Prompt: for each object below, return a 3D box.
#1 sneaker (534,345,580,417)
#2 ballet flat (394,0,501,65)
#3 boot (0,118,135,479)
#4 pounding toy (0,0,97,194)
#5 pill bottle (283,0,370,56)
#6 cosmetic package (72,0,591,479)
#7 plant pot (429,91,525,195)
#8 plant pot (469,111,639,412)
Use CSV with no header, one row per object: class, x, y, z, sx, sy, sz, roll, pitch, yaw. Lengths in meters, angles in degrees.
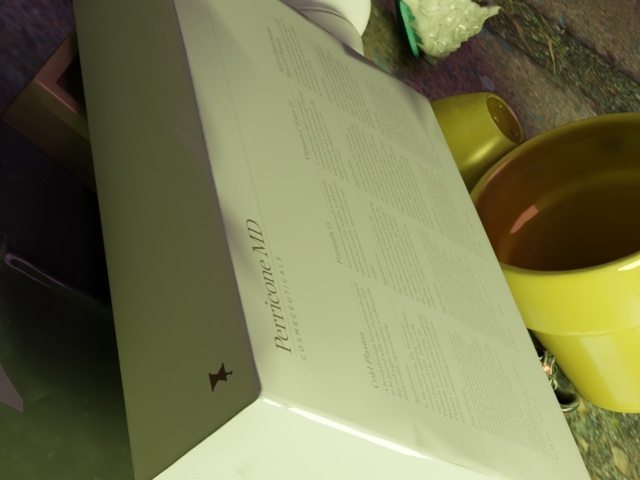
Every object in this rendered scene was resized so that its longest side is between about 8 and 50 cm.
sneaker,0.194,0.113,1.076,0.158,0.065,0.061,48,33,-12
ballet flat,0.108,-0.332,1.159,0.409,0.147,0.147,49,20,-65
boot,-0.063,0.177,0.603,0.445,0.146,0.367,41,25,-28
pounding toy,-0.165,-0.102,0.785,0.181,0.094,0.206,40,28,-16
pill bottle,-0.039,-0.247,1.016,0.152,0.152,0.272,19,47,-43
cosmetic package,0.000,0.000,0.690,0.284,0.097,0.377,30,32,-41
plant pot,0.165,-0.107,1.208,0.134,0.095,0.134,33,39,-32
plant pot,0.298,0.038,1.122,0.254,0.254,0.239,-75,146,-50
